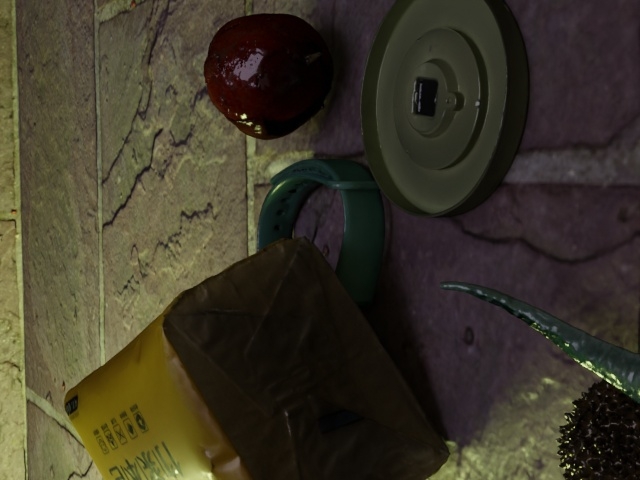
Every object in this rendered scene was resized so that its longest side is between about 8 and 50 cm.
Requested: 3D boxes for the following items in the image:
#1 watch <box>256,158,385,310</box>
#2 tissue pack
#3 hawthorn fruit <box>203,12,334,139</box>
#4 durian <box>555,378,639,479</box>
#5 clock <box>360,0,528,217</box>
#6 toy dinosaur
[{"bbox_3d":[0.000,0.000,1.025,0.237,0.068,0.195,-33,62,58],"label":"watch"},{"bbox_3d":[-0.095,0.208,0.980,0.293,0.228,0.382,58,143,3],"label":"tissue pack"},{"bbox_3d":[-0.051,-0.195,1.023,0.172,0.148,0.148,-12,82,46],"label":"hawthorn fruit"},{"bbox_3d":[0.224,0.151,0.667,0.110,0.071,0.140,44,123,48],"label":"durian"},{"bbox_3d":[0.110,-0.139,0.865,0.235,0.029,0.235,6,97,58],"label":"clock"},{"bbox_3d":[0.252,0.064,0.602,0.383,0.076,0.129,37,110,46],"label":"toy dinosaur"}]
